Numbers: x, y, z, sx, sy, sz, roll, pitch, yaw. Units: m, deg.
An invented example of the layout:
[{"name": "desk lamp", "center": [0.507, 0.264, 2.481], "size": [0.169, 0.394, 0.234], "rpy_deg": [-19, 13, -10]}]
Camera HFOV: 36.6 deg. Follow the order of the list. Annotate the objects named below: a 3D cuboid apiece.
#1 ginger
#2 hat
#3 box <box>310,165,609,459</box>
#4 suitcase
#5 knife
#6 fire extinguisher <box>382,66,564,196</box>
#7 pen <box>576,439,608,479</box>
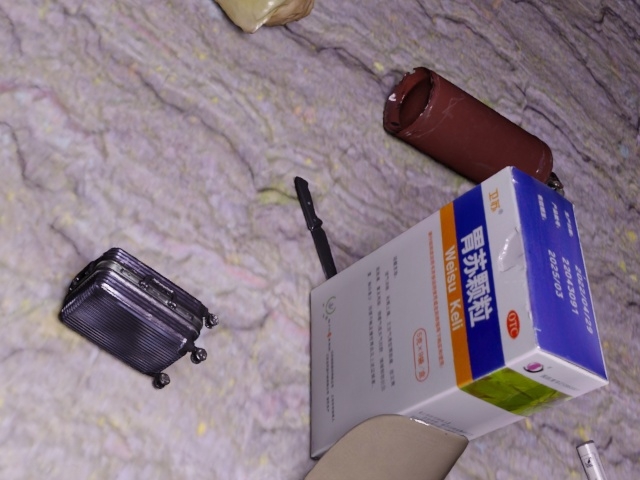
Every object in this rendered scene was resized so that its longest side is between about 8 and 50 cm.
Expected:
[{"name": "ginger", "center": [-0.087, -0.356, 1.253], "size": [0.193, 0.115, 0.123], "rpy_deg": [56, 18, 13]}, {"name": "hat", "center": [0.062, 0.258, 0.895], "size": [0.166, 0.173, 0.144], "rpy_deg": [23, 44, -28]}, {"name": "box", "center": [0.119, 0.091, 0.961], "size": [0.106, 0.299, 0.200], "rpy_deg": [25, 48, -32]}, {"name": "suitcase", "center": [-0.165, 0.068, 0.870], "size": [0.126, 0.086, 0.059], "rpy_deg": [36, 41, -20]}, {"name": "knife", "center": [0.000, 0.000, 1.137], "size": [0.023, 0.010, 0.170], "rpy_deg": [-2, 66, -38]}, {"name": "fire extinguisher", "center": [0.242, -0.139, 1.410], "size": [0.337, 0.106, 0.147], "rpy_deg": [26, 22, -30]}, {"name": "pen", "center": [0.375, 0.357, 1.238], "size": [0.025, 0.025, 0.204], "rpy_deg": [3, 62, -43]}]
